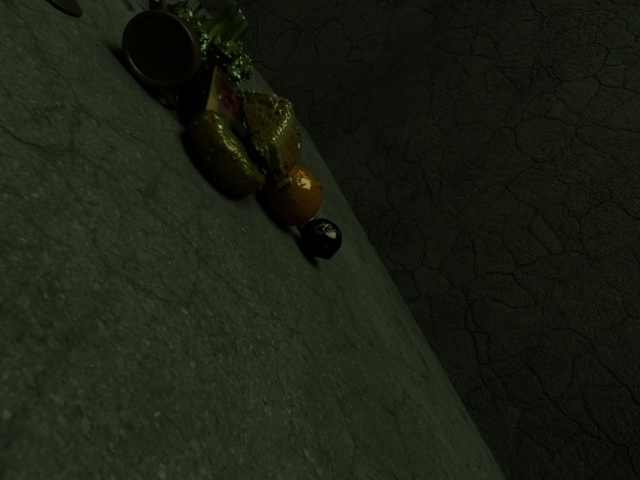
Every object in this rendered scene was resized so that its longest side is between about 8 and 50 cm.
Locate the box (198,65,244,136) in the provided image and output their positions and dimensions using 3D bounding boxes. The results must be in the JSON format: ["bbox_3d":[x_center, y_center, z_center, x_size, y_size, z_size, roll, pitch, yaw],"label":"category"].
[{"bbox_3d":[-0.311,-0.411,1.362,0.159,0.071,0.240,38,41,-41],"label":"box"}]

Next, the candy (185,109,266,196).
[{"bbox_3d":[-0.258,-0.237,1.191,0.260,0.118,0.260,54,6,-9],"label":"candy"}]

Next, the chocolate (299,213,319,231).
[{"bbox_3d":[-0.063,-0.109,1.658,0.261,0.083,0.161,55,10,2],"label":"chocolate"}]

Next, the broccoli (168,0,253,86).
[{"bbox_3d":[-0.392,-0.668,1.494,0.277,0.317,0.339,50,37,-43],"label":"broccoli"}]

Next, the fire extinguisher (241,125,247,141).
[{"bbox_3d":[-0.302,-0.386,1.504,0.267,0.072,0.089,44,12,-41],"label":"fire extinguisher"}]

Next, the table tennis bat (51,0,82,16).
[{"bbox_3d":[-0.605,-0.557,0.935,0.131,0.022,0.234,54,10,-11],"label":"table tennis bat"}]

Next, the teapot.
[{"bbox_3d":[-0.408,-0.493,1.150,0.175,0.185,0.268,-100,-171,-66],"label":"teapot"}]

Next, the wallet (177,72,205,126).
[{"bbox_3d":[-0.380,-0.439,1.243,0.025,0.124,0.244,5,44,-37],"label":"wallet"}]

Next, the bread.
[{"bbox_3d":[-0.137,-0.302,1.252,0.204,0.162,0.262,74,-2,-62],"label":"bread"}]

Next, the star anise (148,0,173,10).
[{"bbox_3d":[-0.599,-0.890,1.708,0.288,0.088,0.288,49,14,-16],"label":"star anise"}]

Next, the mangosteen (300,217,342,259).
[{"bbox_3d":[0.000,0.000,1.500,0.152,0.152,0.152,51,12,-16],"label":"mangosteen"}]

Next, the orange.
[{"bbox_3d":[-0.094,-0.159,1.439,0.219,0.193,0.219,56,-6,8],"label":"orange"}]

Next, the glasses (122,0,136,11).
[{"bbox_3d":[-0.629,-0.849,1.431,0.140,0.103,0.062,54,13,16],"label":"glasses"}]
